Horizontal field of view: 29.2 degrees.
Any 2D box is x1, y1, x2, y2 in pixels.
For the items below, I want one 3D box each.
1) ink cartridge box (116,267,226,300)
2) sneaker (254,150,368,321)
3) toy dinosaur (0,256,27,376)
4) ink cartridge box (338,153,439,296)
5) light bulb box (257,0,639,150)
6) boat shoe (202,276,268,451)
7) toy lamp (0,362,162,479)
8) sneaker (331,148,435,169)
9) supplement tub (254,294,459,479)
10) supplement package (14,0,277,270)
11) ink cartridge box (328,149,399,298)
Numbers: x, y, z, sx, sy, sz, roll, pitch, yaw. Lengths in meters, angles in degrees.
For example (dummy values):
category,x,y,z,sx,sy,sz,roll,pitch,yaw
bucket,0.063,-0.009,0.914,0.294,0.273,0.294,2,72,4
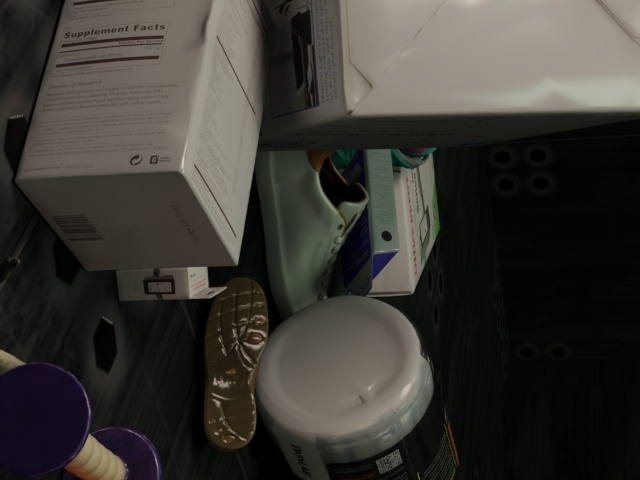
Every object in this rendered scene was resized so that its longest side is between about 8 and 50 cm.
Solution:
category,x,y,z,sx,sy,sz,roll,pitch,yaw
ink cartridge box,-0.128,0.034,1.058,0.048,0.083,0.028,-36,123,-73
sneaker,0.000,0.000,1.477,0.106,0.123,0.290,-71,156,-58
toy dinosaur,-0.229,0.068,0.725,0.268,0.064,0.118,-41,142,-74
ink cartridge box,0.102,-0.056,1.876,0.273,0.115,0.198,-59,144,-64
light bulb box,0.105,-0.211,1.191,0.361,0.358,0.225,180,-92,-67
boat shoe,-0.093,0.126,1.244,0.060,0.064,0.178,134,-37,-67
toy lamp,-0.163,0.154,0.864,0.274,0.080,0.080,81,12,-71
sneaker,0.087,-0.176,1.714,0.295,0.178,0.123,-62,146,-63
supplement tub,0.054,0.241,1.480,0.338,0.207,0.207,72,22,-46
supplement package,-0.129,-0.114,0.976,0.139,0.134,0.244,66,27,-55
ink cartridge box,0.043,0.012,1.562,0.206,0.045,0.208,126,-32,-58
